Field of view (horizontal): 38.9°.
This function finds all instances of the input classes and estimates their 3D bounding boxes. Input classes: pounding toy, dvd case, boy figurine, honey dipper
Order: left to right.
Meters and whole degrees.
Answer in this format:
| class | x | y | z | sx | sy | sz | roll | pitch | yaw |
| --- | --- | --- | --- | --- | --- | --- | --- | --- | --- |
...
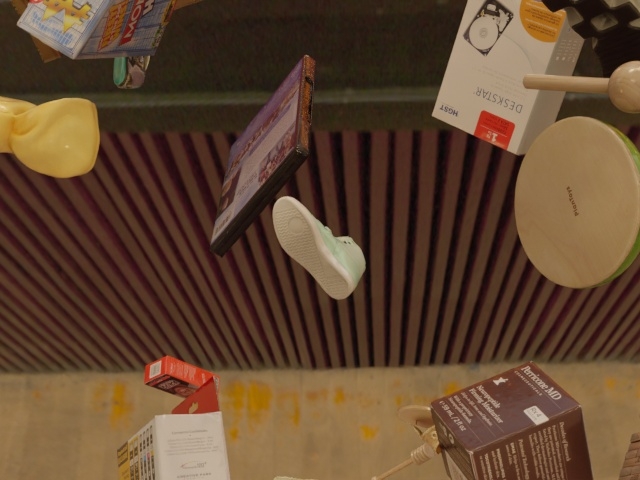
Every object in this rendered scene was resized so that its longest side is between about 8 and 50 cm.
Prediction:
| class | x | y | z | sx | sy | sz | roll | pitch | yaw |
| --- | --- | --- | --- | --- | --- | --- | --- | --- | --- |
| boy figurine | -0.369 | -0.140 | 0.977 | 0.285 | 0.177 | 0.092 | 17 | 95 | 20 |
| dvd case | -0.068 | -0.112 | 1.133 | 0.022 | 0.180 | 0.253 | 33 | 30 | -19 |
| honey dipper | 0.153 | 0.435 | 1.735 | 0.161 | 0.030 | 0.030 | -41 | 63 | 34 |
| pounding toy | 0.312 | -0.067 | 0.984 | 0.110 | 0.183 | 0.236 | -1 | 95 | -30 |

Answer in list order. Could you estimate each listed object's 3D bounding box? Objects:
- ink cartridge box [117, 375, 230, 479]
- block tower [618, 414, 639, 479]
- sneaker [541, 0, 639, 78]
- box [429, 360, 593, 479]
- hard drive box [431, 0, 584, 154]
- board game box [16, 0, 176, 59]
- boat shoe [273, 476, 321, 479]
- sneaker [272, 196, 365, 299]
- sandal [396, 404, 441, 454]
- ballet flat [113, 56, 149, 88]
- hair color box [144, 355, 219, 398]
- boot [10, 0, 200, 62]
| class | x | y | z | sx | sy | sz | roll | pitch | yaw |
| --- | --- | --- | --- | --- | --- | --- | --- | --- | --- |
| ink cartridge box | -0.284 | 0.423 | 1.702 | 0.130 | 0.309 | 0.271 | 1 | 66 | -26 |
| block tower | 0.582 | 0.321 | 1.496 | 0.091 | 0.097 | 0.335 | 35 | 61 | -6 |
| sneaker | 0.398 | -0.298 | 1.160 | 0.122 | 0.330 | 0.146 | -11 | 48 | 43 |
| box | 0.318 | 0.339 | 1.519 | 0.203 | 0.167 | 0.168 | -21 | 24 | -10 |
| hard drive box | 0.306 | -0.279 | 1.465 | 0.181 | 0.089 | 0.232 | 30 | 116 | 34 |
| board game box | -0.179 | -0.239 | 0.803 | 0.060 | 0.194 | 0.194 | 30 | 29 | 1 |
| boat shoe | -0.024 | 0.451 | 1.603 | 0.133 | 0.042 | 0.049 | 11 | 26 | -9 |
| sneaker | 0.000 | 0.001 | 2.000 | 0.094 | 0.151 | 0.256 | -34 | 94 | 28 |
| sandal | 0.261 | 0.407 | 1.877 | 0.240 | 0.088 | 0.079 | 8 | 53 | 22 |
| ballet flat | -0.198 | -0.214 | 0.953 | 0.041 | 0.041 | 0.114 | -3 | 86 | 3 |
| hair color box | -0.281 | 0.284 | 1.843 | 0.072 | 0.141 | 0.043 | -27 | 50 | 34 |
| boot | -0.243 | -0.342 | 1.078 | 0.269 | 0.236 | 0.089 | -25 | 70 | -8 |
